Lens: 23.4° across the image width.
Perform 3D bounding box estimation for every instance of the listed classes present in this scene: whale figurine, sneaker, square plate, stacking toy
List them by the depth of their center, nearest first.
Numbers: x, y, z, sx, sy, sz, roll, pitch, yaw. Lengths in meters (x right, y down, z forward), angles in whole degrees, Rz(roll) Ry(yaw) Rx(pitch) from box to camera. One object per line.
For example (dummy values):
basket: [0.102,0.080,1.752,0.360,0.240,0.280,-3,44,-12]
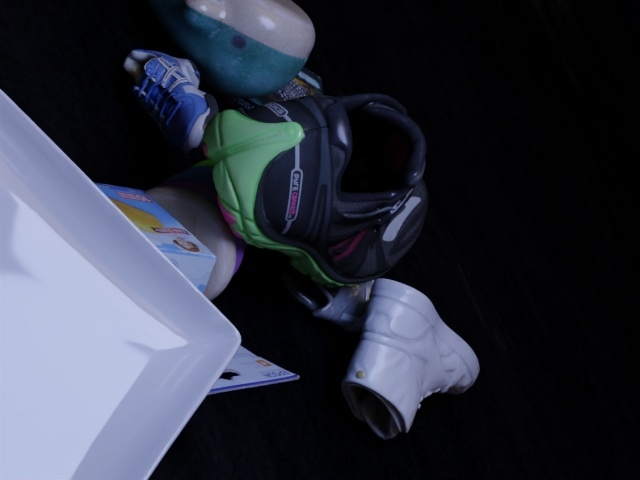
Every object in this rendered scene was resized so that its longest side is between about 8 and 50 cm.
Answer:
square plate: [-0.265,0.081,1.305,0.344,0.049,0.347,46,45,-13]
sneaker: [0.044,-0.059,1.775,0.483,0.202,0.185,11,64,-69]
stacking toy: [-0.114,-0.043,1.813,0.141,0.141,0.330,55,26,-7]
sneaker: [-0.180,-0.163,1.825,0.081,0.080,0.211,21,19,-30]
whale figurine: [-0.145,-0.276,1.941,0.272,0.141,0.216,27,14,2]
sneaker: [0.000,0.000,1.960,0.132,0.086,0.228,14,54,-45]
sneaker: [0.107,0.179,1.962,0.292,0.108,0.169,46,61,-55]

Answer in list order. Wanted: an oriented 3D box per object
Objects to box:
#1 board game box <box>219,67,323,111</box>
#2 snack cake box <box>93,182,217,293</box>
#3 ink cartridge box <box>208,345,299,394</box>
board game box: [-0.064,-0.207,2.090,0.186,0.026,0.126,29,43,-38]
snack cake box: [-0.253,0.005,1.523,0.264,0.089,0.152,9,21,-45]
ink cartridge box: [-0.168,0.113,1.548,0.224,0.045,0.223,29,15,27]
